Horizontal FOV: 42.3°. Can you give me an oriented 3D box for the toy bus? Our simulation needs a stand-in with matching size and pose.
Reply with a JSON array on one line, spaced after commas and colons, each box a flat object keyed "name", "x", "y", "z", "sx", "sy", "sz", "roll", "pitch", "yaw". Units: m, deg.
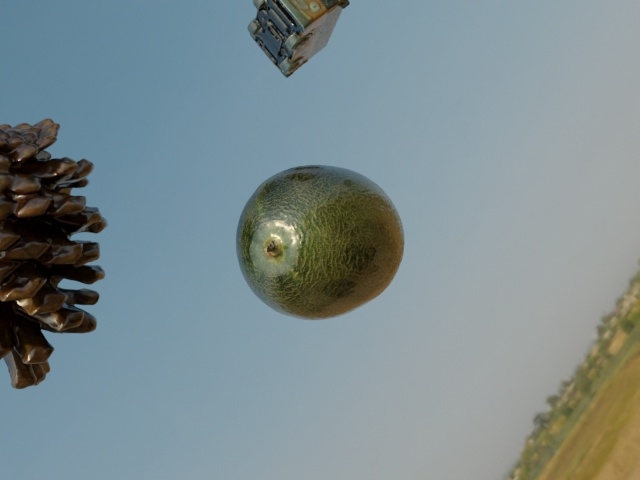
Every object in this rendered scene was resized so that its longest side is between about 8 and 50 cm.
[{"name": "toy bus", "x": -0.028, "y": -0.300, "z": 1.100, "sx": 0.103, "sy": 0.091, "sz": 0.182, "roll": -39, "pitch": -1, "yaw": -12}]

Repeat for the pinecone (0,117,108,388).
[{"name": "pinecone", "x": -0.253, "y": 0.010, "z": 0.619, "sx": 0.186, "sy": 0.212, "sz": 0.168, "roll": -11, "pitch": -2, "yaw": -7}]

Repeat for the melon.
[{"name": "melon", "x": 0.000, "y": 0.000, "z": 0.604, "sx": 0.114, "sy": 0.114, "sz": 0.167, "roll": -62, "pitch": -22, "yaw": 16}]
